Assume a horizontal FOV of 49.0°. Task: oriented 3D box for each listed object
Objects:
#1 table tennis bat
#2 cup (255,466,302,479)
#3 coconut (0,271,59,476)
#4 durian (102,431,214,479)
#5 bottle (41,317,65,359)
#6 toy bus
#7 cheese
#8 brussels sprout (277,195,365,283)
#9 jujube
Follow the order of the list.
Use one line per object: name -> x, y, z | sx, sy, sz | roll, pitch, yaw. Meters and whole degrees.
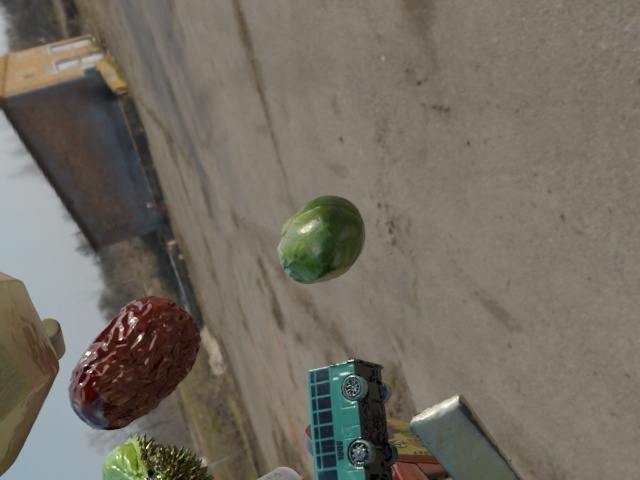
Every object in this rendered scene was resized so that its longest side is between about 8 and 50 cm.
table tennis bat -> 0.112, 0.344, 1.117 | 0.415, 0.268, 0.051 | -174, 90, -83
cup -> -0.066, 0.365, 0.959 | 0.104, 0.116, 0.074 | 3, 94, 38
coconut -> -0.368, 0.131, 0.662 | 0.197, 0.237, 0.236 | -61, -45, -76
durian -> -0.248, 0.395, 1.022 | 0.200, 0.177, 0.237 | -67, 11, -4
bottle -> -0.446, 0.164, 1.157 | 0.045, 0.045, 0.096 | 64, 153, 24
toy bus -> 0.035, 0.231, 0.845 | 0.079, 0.092, 0.160 | 25, -127, -53
cheese -> 0.259, 0.364, 0.961 | 0.400, 0.085, 0.034 | 52, -167, -17
brussels sprout -> 0.003, 0.003, 1.100 | 0.118, 0.155, 0.155 | 28, 173, -13
jujube -> -0.225, 0.150, 0.853 | 0.112, 0.176, 0.109 | 17, 140, 28
